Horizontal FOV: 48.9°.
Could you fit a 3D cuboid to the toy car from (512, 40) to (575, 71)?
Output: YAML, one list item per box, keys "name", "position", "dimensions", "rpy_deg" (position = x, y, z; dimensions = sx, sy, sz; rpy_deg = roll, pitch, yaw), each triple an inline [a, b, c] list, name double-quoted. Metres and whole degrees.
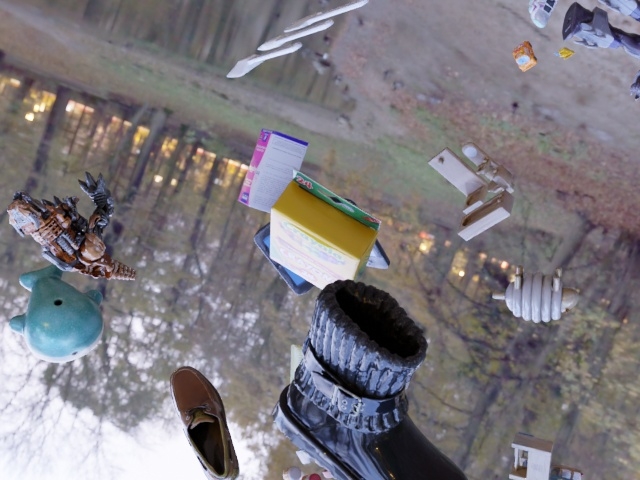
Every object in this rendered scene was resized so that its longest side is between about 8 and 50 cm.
- name: "toy car"
  position: [0.421, -0.368, 1.349]
  dimensions: [0.040, 0.060, 0.122]
  rpy_deg: [9, 168, -41]

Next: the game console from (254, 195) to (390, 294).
- name: "game console"
  position: [0.011, 0.028, 1.914]
  dimensions: [0.250, 0.173, 0.293]
  rpy_deg: [9, 148, 37]

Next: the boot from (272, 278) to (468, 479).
- name: "boot"
  position: [0.105, 0.237, 0.981]
  dimensions: [0.348, 0.260, 0.131]
  rpy_deg: [32, -149, 9]

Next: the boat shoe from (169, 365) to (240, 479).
- name: "boat shoe"
  position: [-0.268, 0.417, 1.634]
  dimensions: [0.307, 0.110, 0.104]
  rpy_deg: [57, 166, 23]

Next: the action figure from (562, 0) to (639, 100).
- name: "action figure"
  position: [0.531, -0.314, 1.114]
  dimensions: [0.285, 0.185, 0.099]
  rpy_deg: [24, -136, -8]

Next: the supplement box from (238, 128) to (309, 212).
- name: "supplement box"
  position: [-0.133, -0.191, 1.972]
  dimensions: [0.113, 0.220, 0.111]
  rpy_deg: [16, -176, -26]

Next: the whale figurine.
- name: "whale figurine"
  position: [-0.616, 0.148, 1.634]
  dimensions: [0.216, 0.141, 0.272]
  rpy_deg: [-19, -125, -24]

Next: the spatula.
- name: "spatula"
  position: [-0.039, -0.295, 1.031]
  dimensions: [0.019, 0.168, 0.242]
  rpy_deg: [60, 160, -22]

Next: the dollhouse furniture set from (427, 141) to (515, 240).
- name: "dollhouse furniture set"
  position: [0.280, -0.104, 1.344]
  dimensions: [0.123, 0.151, 0.144]
  rpy_deg: [38, 138, -14]

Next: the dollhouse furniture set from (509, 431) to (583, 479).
- name: "dollhouse furniture set"
  position: [0.457, 0.462, 1.413]
  dimensions: [0.128, 0.184, 0.129]
  rpy_deg: [8, -156, 25]

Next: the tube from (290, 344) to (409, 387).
- name: "tube"
  position: [0.045, 0.242, 1.300]
  dimensions: [0.240, 0.070, 0.062]
  rpy_deg: [-3, 128, 30]

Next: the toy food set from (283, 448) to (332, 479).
- name: "toy food set"
  position: [0.017, 0.592, 1.913]
  dimensions: [0.232, 0.111, 0.104]
  rpy_deg: [-28, 176, -39]

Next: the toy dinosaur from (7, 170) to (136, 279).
- name: "toy dinosaur"
  position: [-0.515, -0.005, 1.471]
  dimensions: [0.164, 0.218, 0.322]
  rpy_deg: [-13, 139, 1]

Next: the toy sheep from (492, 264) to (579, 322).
- name: "toy sheep"
  position: [0.341, 0.087, 1.116]
  dimensions: [0.132, 0.091, 0.091]
  rpy_deg: [4, 176, 25]

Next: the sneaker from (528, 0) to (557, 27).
- name: "sneaker"
  position: [0.354, -0.376, 1.063]
  dimensions: [0.038, 0.098, 0.069]
  rpy_deg: [17, 165, -29]

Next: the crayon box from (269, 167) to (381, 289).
- name: "crayon box"
  position: [0.000, 0.000, 1.425]
  dimensions: [0.202, 0.081, 0.318]
  rpy_deg: [31, 158, 9]
